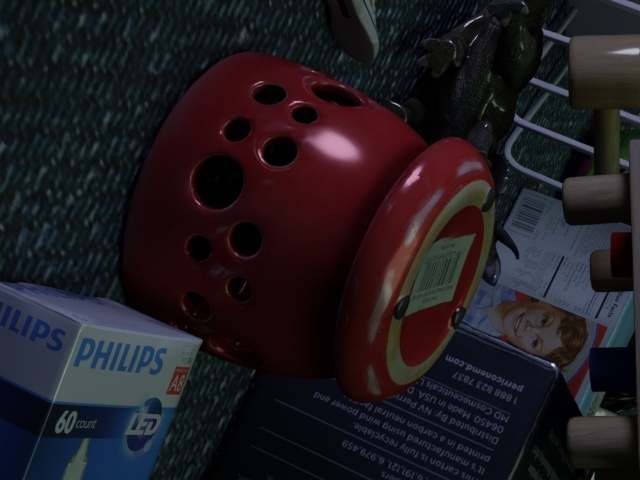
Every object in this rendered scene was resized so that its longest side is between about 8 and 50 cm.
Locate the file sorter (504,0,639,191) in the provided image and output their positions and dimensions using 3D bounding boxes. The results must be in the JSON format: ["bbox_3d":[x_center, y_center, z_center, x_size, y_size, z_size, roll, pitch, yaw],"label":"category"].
[{"bbox_3d":[0.267,-0.179,1.322,0.173,0.193,0.278,-51,152,-27],"label":"file sorter"}]

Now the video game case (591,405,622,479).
[{"bbox_3d":[0.228,0.261,1.642,0.232,0.042,0.210,23,88,-27],"label":"video game case"}]

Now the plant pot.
[{"bbox_3d":[0.000,0.000,0.925,0.191,0.174,0.191,-47,151,-36],"label":"plant pot"}]

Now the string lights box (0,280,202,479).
[{"bbox_3d":[-0.169,0.156,0.815,0.133,0.076,0.260,17,95,-65],"label":"string lights box"}]

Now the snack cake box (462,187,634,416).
[{"bbox_3d":[0.222,0.098,1.509,0.264,0.152,0.089,-62,157,-11],"label":"snack cake box"}]

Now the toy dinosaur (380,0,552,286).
[{"bbox_3d":[0.123,-0.123,1.193,0.160,0.121,0.314,-15,119,-76],"label":"toy dinosaur"}]

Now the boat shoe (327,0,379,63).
[{"bbox_3d":[0.024,-0.160,1.009,0.035,0.035,0.100,-55,147,-22],"label":"boat shoe"}]

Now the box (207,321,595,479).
[{"bbox_3d":[0.036,0.271,1.189,0.395,0.212,0.293,-63,157,-12],"label":"box"}]

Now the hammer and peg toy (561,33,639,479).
[{"bbox_3d":[0.267,0.032,1.178,0.266,0.127,0.361,50,39,-65],"label":"hammer and peg toy"}]

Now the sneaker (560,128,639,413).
[{"bbox_3d":[0.343,0.118,1.725,0.185,0.202,0.483,-35,141,-50],"label":"sneaker"}]
